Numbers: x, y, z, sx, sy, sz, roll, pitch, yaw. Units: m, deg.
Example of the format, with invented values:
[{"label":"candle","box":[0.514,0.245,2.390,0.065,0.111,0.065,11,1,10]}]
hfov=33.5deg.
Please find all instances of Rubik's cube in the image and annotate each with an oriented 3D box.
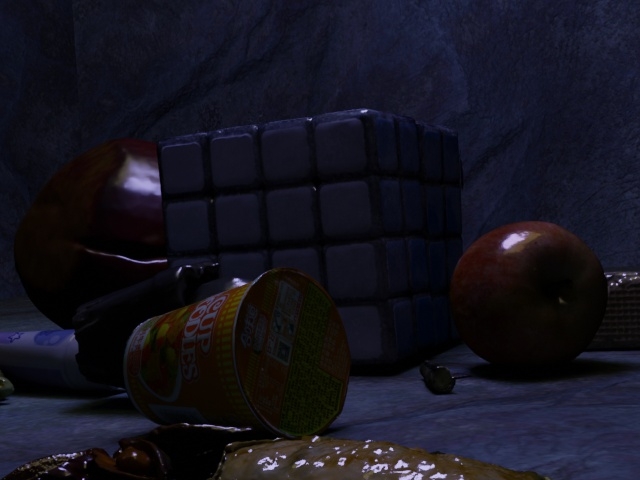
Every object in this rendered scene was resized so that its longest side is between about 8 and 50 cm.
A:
[{"label":"Rubik's cube","box":[0.000,0.000,1.549,0.344,0.344,0.337,-4,0,26]}]

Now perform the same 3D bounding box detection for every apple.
[{"label":"apple","box":[0.254,0.070,1.321,0.188,0.188,0.174,-4,-9,-13]}]

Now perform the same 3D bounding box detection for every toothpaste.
[{"label":"toothpaste","box":[-0.408,0.162,1.436,0.371,0.079,0.125,-5,-36,34]}]

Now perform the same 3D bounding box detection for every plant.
[{"label":"plant","box":[-0.158,0.108,1.245,0.256,0.164,0.142,-5,-1,18]}]

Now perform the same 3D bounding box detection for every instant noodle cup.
[{"label":"instant noodle cup","box":[-0.091,0.120,1.047,0.185,0.168,0.168,-11,-4,39]}]

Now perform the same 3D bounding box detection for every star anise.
[{"label":"star anise","box":[-0.122,0.160,0.751,0.213,0.053,0.157,5,-24,-37]}]

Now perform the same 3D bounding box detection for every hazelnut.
[{"label":"hazelnut","box":[-0.339,0.001,1.933,0.402,0.401,0.429,-5,-10,-42]}]

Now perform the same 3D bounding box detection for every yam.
[{"label":"yam","box":[0.134,0.159,1.246,0.027,0.033,0.129,-31,-2,-2]}]

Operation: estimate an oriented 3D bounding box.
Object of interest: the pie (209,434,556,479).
[{"label":"pie","box":[0.048,0.157,0.631,0.283,0.068,0.129,2,3,41]}]

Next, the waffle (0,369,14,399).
[{"label":"waffle","box":[-0.508,0.182,1.345,0.208,0.054,0.214,0,-3,-31]}]

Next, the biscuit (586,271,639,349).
[{"label":"biscuit","box":[0.358,0.096,1.466,0.239,0.108,0.062,-3,3,16]}]

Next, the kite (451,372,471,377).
[{"label":"kite","box":[0.166,0.165,1.285,0.044,0.002,0.078,-4,0,-7]}]
